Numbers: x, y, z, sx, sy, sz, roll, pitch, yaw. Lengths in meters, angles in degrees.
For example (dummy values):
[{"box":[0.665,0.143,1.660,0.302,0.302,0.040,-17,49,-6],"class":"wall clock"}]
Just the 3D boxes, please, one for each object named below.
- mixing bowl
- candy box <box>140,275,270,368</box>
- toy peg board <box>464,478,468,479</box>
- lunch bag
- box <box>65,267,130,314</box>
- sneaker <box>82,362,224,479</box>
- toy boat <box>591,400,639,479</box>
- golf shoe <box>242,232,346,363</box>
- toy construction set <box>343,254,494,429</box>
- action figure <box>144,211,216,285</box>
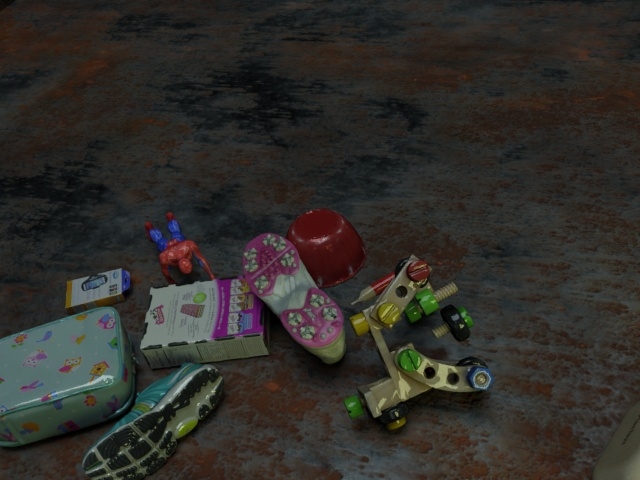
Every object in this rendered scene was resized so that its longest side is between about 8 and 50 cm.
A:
[{"box":[0.000,0.000,1.495,0.182,0.098,0.181,-6,44,6],"class":"mixing bowl"},{"box":[-0.216,0.154,1.398,0.234,0.071,0.159,-7,43,4],"class":"candy box"},{"box":[0.238,0.421,0.958,0.079,0.161,0.161,-42,49,-10],"class":"toy peg board"},{"box":[-0.477,0.243,1.337,0.279,0.107,0.224,-16,40,-5],"class":"lunch bag"},{"box":[-0.468,0.106,1.541,0.136,0.028,0.081,-12,43,-4],"class":"box"},{"box":[-0.289,0.310,1.251,0.275,0.107,0.110,-37,29,-31],"class":"sneaker"},{"box":[0.511,0.314,1.039,0.151,0.151,0.231,43,61,8],"class":"toy boat"},{"box":[-0.050,0.111,1.355,0.115,0.140,0.306,-32,50,-5],"class":"golf shoe"},{"box":[0.114,0.168,1.229,0.237,0.257,0.309,-30,24,-1],"class":"toy construction set"},{"box":[-0.296,0.041,1.539,0.092,0.139,0.280,-27,22,-11],"class":"action figure"}]
